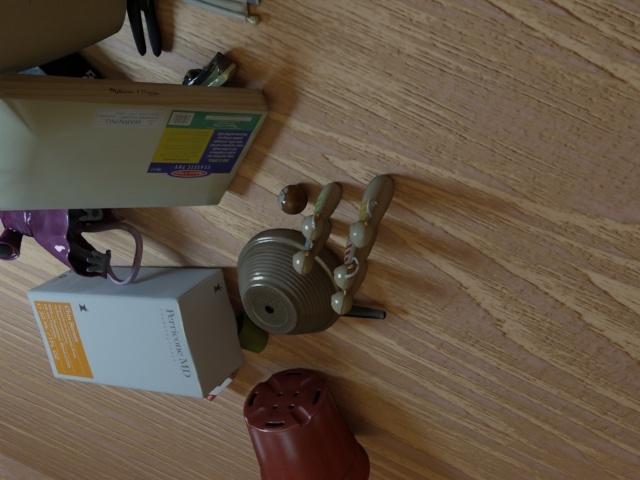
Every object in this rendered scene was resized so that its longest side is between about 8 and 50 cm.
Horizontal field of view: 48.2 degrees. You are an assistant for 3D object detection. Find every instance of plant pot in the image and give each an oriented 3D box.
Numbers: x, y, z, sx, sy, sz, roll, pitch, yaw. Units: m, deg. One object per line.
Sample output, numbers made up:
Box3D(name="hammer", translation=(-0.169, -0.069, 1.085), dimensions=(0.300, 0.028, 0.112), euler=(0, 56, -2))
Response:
Box3D(name="plant pot", translation=(-0.074, 0.105, 1.396), dimensions=(0.237, 0.110, 0.238), euler=(14, 128, 19))
Box3D(name="plant pot", translation=(-0.046, 0.464, 1.674), dimensions=(0.272, 0.272, 0.265), euler=(-1, 124, 27))
Box3D(name="plant pot", translation=(-0.161, 0.216, 1.611), dimensions=(0.079, 0.083, 0.083), euler=(31, 140, -23))
Box3D(name="plant pot", translation=(-0.428, -0.352, 1.010), dimensions=(0.256, 0.273, 0.257), euler=(26, 123, 47))

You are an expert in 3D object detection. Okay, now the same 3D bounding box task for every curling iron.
Box3D(name="curling iron", translation=(0.011, 0.145, 1.477), dimensions=(0.273, 0.035, 0.068), euler=(-4, 134, 31))

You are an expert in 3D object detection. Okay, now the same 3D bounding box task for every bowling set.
Box3D(name="bowling set", translation=(0.000, 0.000, 1.247), dimensions=(0.199, 0.154, 0.287), euler=(18, 137, 9))

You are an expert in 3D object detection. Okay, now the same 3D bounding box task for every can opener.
Box3D(name="can opener", translation=(-0.278, -0.359, 1.104), dimensions=(0.059, 0.073, 0.186), euler=(15, 147, 1))

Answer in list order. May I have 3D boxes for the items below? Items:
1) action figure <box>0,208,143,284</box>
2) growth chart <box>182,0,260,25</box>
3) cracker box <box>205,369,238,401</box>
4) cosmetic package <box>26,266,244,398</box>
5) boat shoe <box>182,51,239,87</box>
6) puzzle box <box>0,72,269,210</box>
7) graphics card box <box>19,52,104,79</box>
Box3D(name="action figure", translation=(-0.573, -0.065, 1.490), dimensions=(0.370, 0.248, 0.275), euler=(10, 172, 33))
Box3D(name="growth chart", translation=(-0.127, -0.412, 1.000), dimensions=(0.171, 0.021, 0.237), euler=(23, 138, 3))
Box3D(name="cracker box", translation=(-0.328, 0.291, 1.770), dimensions=(0.232, 0.067, 0.156), euler=(33, 138, -8))
Box3D(name="cosmetic package", translation=(-0.412, 0.191, 1.581), dimensions=(0.452, 0.161, 0.230), euler=(-1, 110, 30))
Box3D(name="boat shoe", translation=(-0.199, -0.259, 1.169), dimensions=(0.152, 0.056, 0.049), euler=(-26, 112, 31))
Box3D(name="puzzle box", translation=(-0.314, -0.146, 1.149), dimensions=(0.408, 0.052, 0.272), euler=(-3, 149, -32))
Box3D(name="graphics card box", translation=(-0.586, -0.339, 1.251), dimensions=(0.232, 0.094, 0.371), euler=(-27, 115, 42))
